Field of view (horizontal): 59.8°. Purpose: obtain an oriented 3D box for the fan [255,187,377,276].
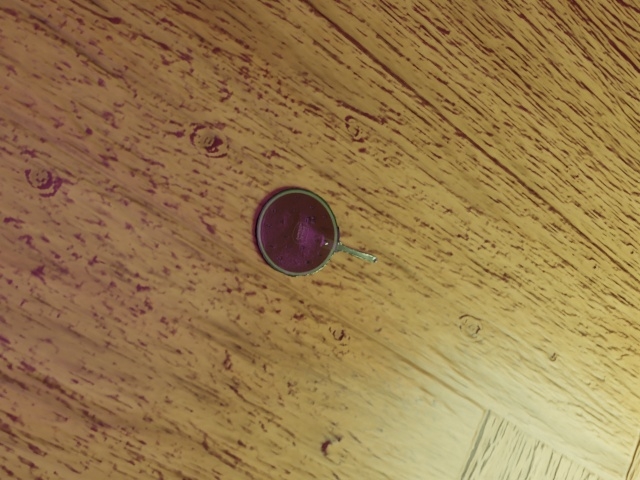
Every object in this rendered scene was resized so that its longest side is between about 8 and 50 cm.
[{"bbox_3d":[0.000,0.000,0.537,0.133,0.005,0.085,20,79,-22],"label":"fan"}]
